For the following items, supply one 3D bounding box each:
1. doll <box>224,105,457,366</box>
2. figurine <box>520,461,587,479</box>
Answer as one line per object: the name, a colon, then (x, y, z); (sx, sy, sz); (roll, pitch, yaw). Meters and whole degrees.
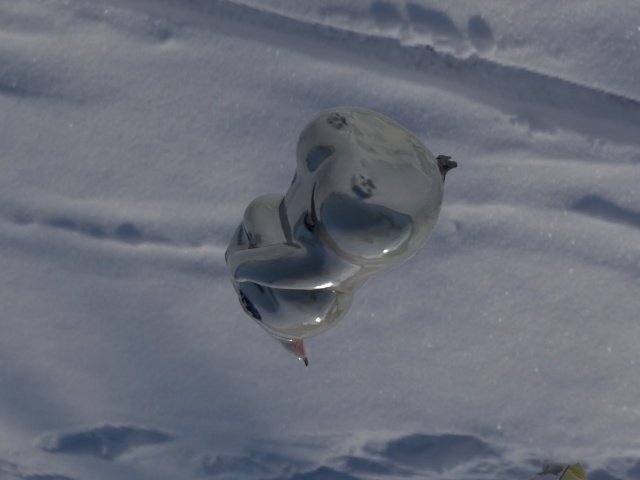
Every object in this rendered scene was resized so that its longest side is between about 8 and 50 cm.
doll: (0.002, -0.004, 0.578); (0.107, 0.110, 0.181); (14, 136, -39)
figurine: (0.264, 0.304, 0.830); (0.208, 0.128, 0.184); (-4, 110, 31)
